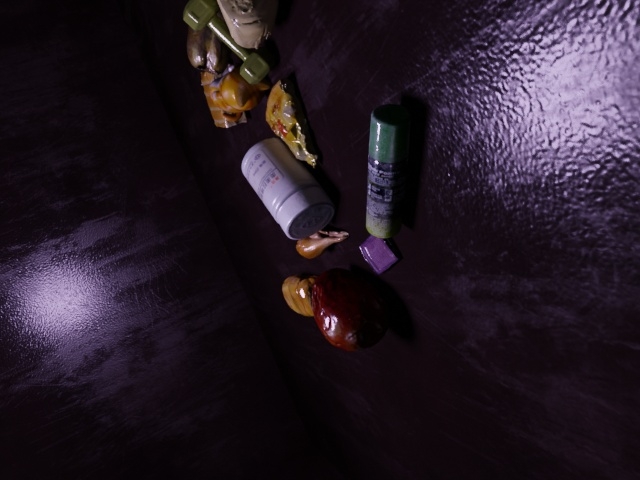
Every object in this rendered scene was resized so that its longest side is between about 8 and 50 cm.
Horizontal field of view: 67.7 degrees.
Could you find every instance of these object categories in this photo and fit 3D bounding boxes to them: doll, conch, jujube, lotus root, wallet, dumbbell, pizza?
[{"bbox_3d":[-0.295,-0.534,1.697,0.162,0.166,0.270,45,171,-20],"label":"doll"},{"bbox_3d":[0.004,0.000,1.695,0.330,0.093,0.109,-16,80,49],"label":"conch"},{"bbox_3d":[0.087,0.212,1.530,0.318,0.223,0.223,-128,22,-58],"label":"jujube"},{"bbox_3d":[-0.354,-0.695,1.574,0.160,0.152,0.274,-83,12,-76],"label":"lotus root"},{"bbox_3d":[0.168,0.033,1.386,0.111,0.030,0.166,62,159,12],"label":"wallet"},{"bbox_3d":[-0.277,-0.621,1.467,0.302,0.121,0.108,40,-165,-20],"label":"dumbbell"},{"bbox_3d":[-0.091,-0.354,1.521,0.287,0.075,0.280,60,160,16],"label":"pizza"}]

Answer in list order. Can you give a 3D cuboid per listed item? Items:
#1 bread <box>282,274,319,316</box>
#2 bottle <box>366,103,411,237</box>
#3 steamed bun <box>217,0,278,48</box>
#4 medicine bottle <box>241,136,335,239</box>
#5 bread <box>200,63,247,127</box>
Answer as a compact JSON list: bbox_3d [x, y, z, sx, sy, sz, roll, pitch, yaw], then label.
[{"bbox_3d":[-0.067,0.228,2.047,0.166,0.132,0.294,62,159,-10],"label":"bread"},{"bbox_3d":[0.156,-0.151,1.118,0.093,0.093,0.330,48,154,38],"label":"bottle"},{"bbox_3d":[-0.204,-0.680,1.304,0.232,0.166,0.272,-110,-2,-87],"label":"steamed bun"},{"bbox_3d":[-0.110,-0.173,1.608,0.332,0.190,0.189,53,157,29],"label":"medicine bottle"},{"bbox_3d":[-0.403,-0.594,1.963,0.246,0.111,0.239,28,136,62],"label":"bread"}]
